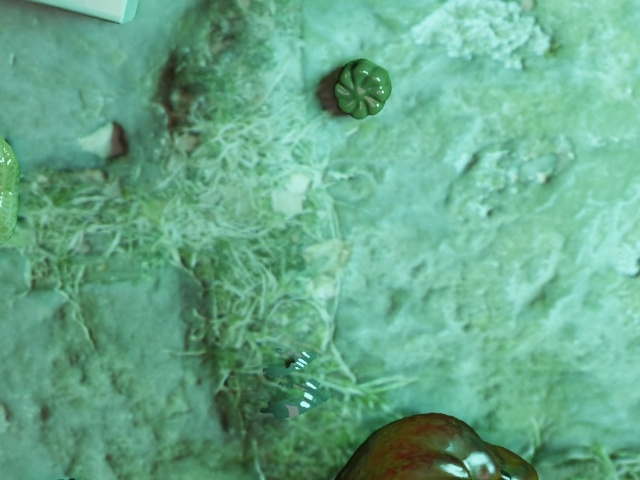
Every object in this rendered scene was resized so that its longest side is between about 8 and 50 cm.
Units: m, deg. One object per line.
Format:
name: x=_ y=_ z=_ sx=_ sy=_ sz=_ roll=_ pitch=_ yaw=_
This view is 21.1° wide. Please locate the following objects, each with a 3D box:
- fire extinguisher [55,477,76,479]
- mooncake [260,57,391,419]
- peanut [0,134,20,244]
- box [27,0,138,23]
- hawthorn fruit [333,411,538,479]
fire extinguisher: x=-0.244 y=0.376 z=1.762 sx=0.089 sy=0.072 sz=0.267 roll=-18 pitch=101 yaw=-28
mooncake: x=0.004 y=-0.001 z=1.672 sx=0.150 sy=0.057 sz=0.346 roll=-2 pitch=95 yaw=19
peanut: x=-0.321 y=-0.049 z=1.690 sx=0.054 sy=0.054 sz=0.113 roll=5 pitch=106 yaw=5
box: x=-0.288 y=-0.314 z=1.624 sx=0.259 sy=0.071 sz=0.168 roll=15 pitch=102 yaw=3
hawthorn fruit: x=0.089 y=0.291 z=1.649 sx=0.261 sy=0.224 sz=0.224 roll=-34 pitch=97 yaw=34
